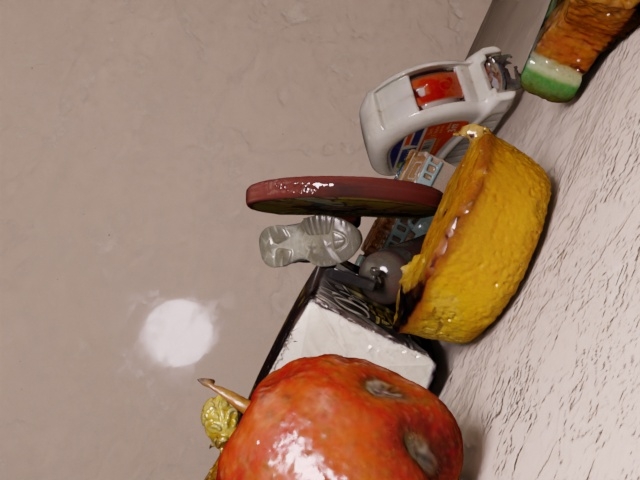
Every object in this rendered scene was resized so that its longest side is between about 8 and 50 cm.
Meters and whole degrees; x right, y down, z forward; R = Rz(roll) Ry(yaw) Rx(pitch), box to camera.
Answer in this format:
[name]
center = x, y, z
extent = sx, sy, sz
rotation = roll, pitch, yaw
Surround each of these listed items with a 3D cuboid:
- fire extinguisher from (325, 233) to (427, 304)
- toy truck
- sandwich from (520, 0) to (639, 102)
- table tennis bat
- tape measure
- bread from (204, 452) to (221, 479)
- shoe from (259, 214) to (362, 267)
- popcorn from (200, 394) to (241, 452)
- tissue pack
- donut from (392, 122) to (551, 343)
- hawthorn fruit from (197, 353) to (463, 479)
[fire extinguisher]
center = 0.105, 0.034, 0.988
extent = 0.268, 0.089, 0.072
rotation = -16, -52, -60
[toy truck]
center = 0.148, 0.004, 1.236
extent = 0.305, 0.136, 0.162
rotation = -63, 3, 2
[sandwich]
center = 0.275, -0.301, 0.780
extent = 0.301, 0.162, 0.250
rotation = 78, -147, -85
[table tennis bat]
center = 0.035, -0.052, 1.060
extent = 0.414, 0.268, 0.051
rotation = 67, -155, -86
[tape measure]
center = 0.202, -0.223, 1.325
extent = 0.258, 0.265, 0.130
rotation = 104, 156, -71
[bread]
center = -0.102, 0.439, 0.936
extent = 0.279, 0.207, 0.279
rotation = -64, 1, 8
[shoe]
center = 0.000, 0.000, 1.056
extent = 0.099, 0.169, 0.071
rotation = -9, -89, -54
[popcorn]
center = -0.118, 0.233, 0.936
extent = 0.083, 0.057, 0.082
rotation = -85, -20, -69
[tissue pack]
center = 0.033, 0.165, 1.000
extent = 0.210, 0.198, 0.370
rotation = -60, 0, 8
[donut]
center = 0.156, 0.000, 0.812
extent = 0.253, 0.118, 0.253
rotation = -155, 90, -89
[hawthorn fruit]
center = -0.008, 0.177, 0.614
extent = 0.207, 0.243, 0.207
rotation = -51, -17, -23
